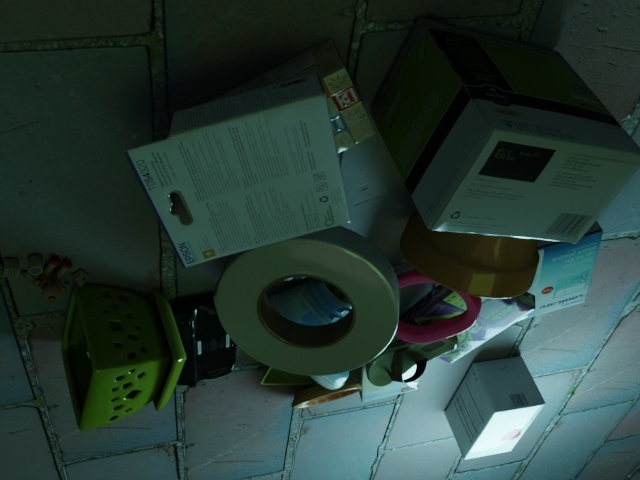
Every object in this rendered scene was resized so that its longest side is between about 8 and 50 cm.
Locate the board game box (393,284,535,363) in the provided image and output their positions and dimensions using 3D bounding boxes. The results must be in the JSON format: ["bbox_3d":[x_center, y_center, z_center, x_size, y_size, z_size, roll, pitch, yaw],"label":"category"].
[{"bbox_3d":[0.340,0.191,1.924,0.208,0.056,0.347,27,140,-14],"label":"board game box"}]

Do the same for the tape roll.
[{"bbox_3d":[-0.028,0.129,1.634,0.391,0.072,0.392,3,128,4],"label":"tape roll"}]

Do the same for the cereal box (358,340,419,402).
[{"bbox_3d":[0.193,0.360,2.165,0.172,0.047,0.240,-11,141,-8],"label":"cereal box"}]

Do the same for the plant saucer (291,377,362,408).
[{"bbox_3d":[0.014,0.418,2.125,0.199,0.037,0.200,-14,163,-4],"label":"plant saucer"}]

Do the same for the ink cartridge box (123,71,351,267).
[{"bbox_3d":[-0.129,-0.109,1.336,0.329,0.072,0.324,-14,142,-1],"label":"ink cartridge box"}]

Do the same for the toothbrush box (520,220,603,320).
[{"bbox_3d":[0.540,0.053,1.890,0.216,0.126,0.296,-15,142,-5],"label":"toothbrush box"}]

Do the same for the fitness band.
[{"bbox_3d":[0.242,0.152,1.828,0.209,0.054,0.290,45,138,-16],"label":"fitness band"}]

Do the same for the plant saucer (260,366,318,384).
[{"bbox_3d":[-0.046,0.303,2.004,0.188,0.045,0.188,5,135,-28],"label":"plant saucer"}]

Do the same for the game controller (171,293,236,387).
[{"bbox_3d":[-0.277,0.238,1.837,0.166,0.067,0.319,-19,144,-23],"label":"game controller"}]

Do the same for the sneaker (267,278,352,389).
[{"bbox_3d":[0.033,0.211,1.826,0.208,0.127,0.319,-30,124,10],"label":"sneaker"}]

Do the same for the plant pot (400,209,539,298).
[{"bbox_3d":[0.328,-0.043,1.594,0.290,0.291,0.204,1,121,-23],"label":"plant pot"}]

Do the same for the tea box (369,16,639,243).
[{"bbox_3d":[0.313,-0.189,1.358,0.328,0.324,0.220,6,134,-26],"label":"tea box"}]

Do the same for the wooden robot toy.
[{"bbox_3d":[-0.533,0.080,1.521,0.173,0.079,0.076,20,127,-39],"label":"wooden robot toy"}]

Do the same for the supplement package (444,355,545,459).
[{"bbox_3d":[0.530,0.518,2.384,0.177,0.175,0.293,-5,139,-18],"label":"supplement package"}]

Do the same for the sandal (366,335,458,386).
[{"bbox_3d":[0.226,0.314,1.996,0.120,0.086,0.302,25,138,-28],"label":"sandal"}]

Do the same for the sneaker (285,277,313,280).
[{"bbox_3d":[0.000,0.000,1.659,0.121,0.079,0.217,1,138,-38],"label":"sneaker"}]

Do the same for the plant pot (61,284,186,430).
[{"bbox_3d":[-0.418,0.240,1.649,0.207,0.227,0.228,-3,138,-29],"label":"plant pot"}]

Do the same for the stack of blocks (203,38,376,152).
[{"bbox_3d":[-0.071,-0.205,1.371,0.297,0.087,0.171,-25,140,7],"label":"stack of blocks"}]
